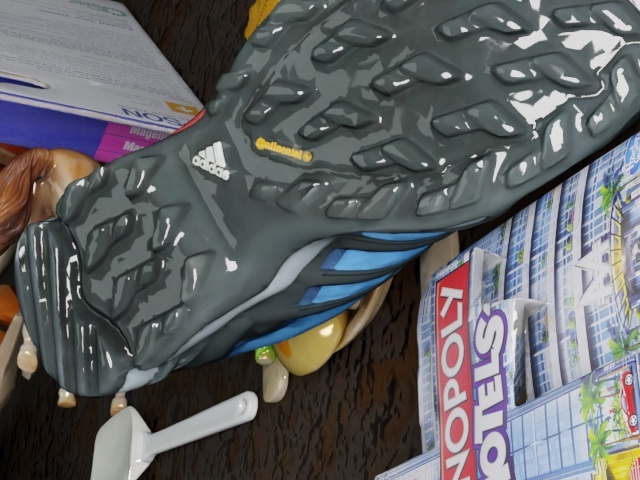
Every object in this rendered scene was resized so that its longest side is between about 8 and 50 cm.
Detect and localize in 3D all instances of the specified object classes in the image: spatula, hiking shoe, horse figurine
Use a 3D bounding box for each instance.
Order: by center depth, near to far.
[{"bbox_3d":[0.014,-0.037,0.589,0.304,0.132,0.113,-27,80,25],"label":"hiking shoe"},{"bbox_3d":[-0.098,0.176,0.874,0.242,0.019,0.168,-31,52,57],"label":"spatula"},{"bbox_3d":[-0.164,0.010,0.926,0.263,0.066,0.174,73,-167,-69],"label":"horse figurine"}]

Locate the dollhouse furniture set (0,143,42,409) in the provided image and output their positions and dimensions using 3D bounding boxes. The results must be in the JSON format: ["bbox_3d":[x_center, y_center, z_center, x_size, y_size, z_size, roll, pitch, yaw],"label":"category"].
[{"bbox_3d":[-0.322,-0.008,1.163,0.259,0.262,0.135,-58,-8,-70],"label":"dollhouse furniture set"}]

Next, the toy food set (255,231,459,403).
[{"bbox_3d":[0.000,0.000,0.719,0.192,0.038,0.132,-39,46,53],"label":"toy food set"}]

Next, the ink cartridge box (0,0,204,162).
[{"bbox_3d":[-0.255,-0.122,0.958,0.330,0.324,0.071,52,128,58],"label":"ink cartridge box"}]

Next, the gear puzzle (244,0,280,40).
[{"bbox_3d":[0.033,-0.162,0.710,0.339,0.044,0.175,-27,56,59],"label":"gear puzzle"}]

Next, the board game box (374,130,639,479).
[{"bbox_3d":[0.074,0.076,0.516,0.194,0.060,0.194,-38,47,52],"label":"board game box"}]
